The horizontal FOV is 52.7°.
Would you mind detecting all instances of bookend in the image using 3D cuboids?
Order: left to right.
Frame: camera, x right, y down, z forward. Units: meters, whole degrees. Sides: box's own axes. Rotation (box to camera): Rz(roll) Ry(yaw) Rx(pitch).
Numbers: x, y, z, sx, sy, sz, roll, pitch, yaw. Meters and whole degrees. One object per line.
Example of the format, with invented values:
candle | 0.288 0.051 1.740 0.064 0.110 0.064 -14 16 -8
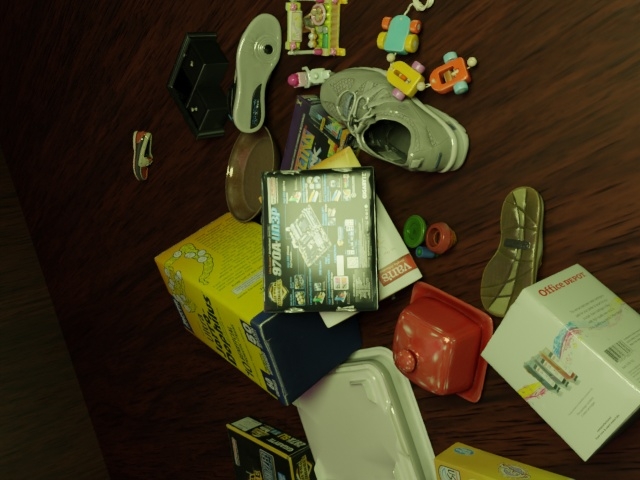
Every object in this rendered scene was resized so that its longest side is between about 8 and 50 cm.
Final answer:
bookend | -0.241 -0.323 1.356 0.157 0.072 0.156 60 140 17

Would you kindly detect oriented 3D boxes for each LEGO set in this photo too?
LEGO set | -0.042 -0.395 1.052 0.132 0.107 0.287 -8 97 52

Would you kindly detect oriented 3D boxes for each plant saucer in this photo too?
plant saucer | -0.129 -0.132 1.278 0.198 0.036 0.198 -18 68 53

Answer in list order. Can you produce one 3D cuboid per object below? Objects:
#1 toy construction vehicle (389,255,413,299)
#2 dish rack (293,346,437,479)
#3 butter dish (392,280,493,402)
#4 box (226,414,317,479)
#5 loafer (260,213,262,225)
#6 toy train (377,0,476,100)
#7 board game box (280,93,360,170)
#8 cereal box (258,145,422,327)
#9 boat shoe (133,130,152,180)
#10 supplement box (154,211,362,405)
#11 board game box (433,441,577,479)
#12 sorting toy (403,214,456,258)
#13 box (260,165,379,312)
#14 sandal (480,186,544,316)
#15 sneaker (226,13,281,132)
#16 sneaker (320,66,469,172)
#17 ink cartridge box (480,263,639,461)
toy construction vehicle | 0.107 0.043 1.081 0.086 0.035 0.098 52 137 26
dish rack | 0.060 0.357 1.227 0.333 0.072 0.285 -23 84 51
butter dish | 0.164 0.167 0.987 0.160 0.118 0.160 28 124 43
box | -0.100 0.597 1.505 0.257 0.079 0.322 5 106 49
loafer | -0.095 -0.025 1.311 0.039 0.045 0.125 29 132 23
toy train | 0.150 -0.262 0.917 0.125 0.046 0.166 -27 70 26
board game box | -0.001 -0.150 1.138 0.141 0.048 0.170 42 132 33
cereal box | 0.032 -0.005 1.037 0.240 0.173 0.047 61 -174 7
boat shoe | -0.462 -0.220 1.694 0.043 0.049 0.137 8 114 7
supplement box | -0.123 0.113 1.228 0.356 0.195 0.194 24 139 45
board game box | 0.320 0.453 0.938 0.316 0.064 0.242 -1 102 52
sorting toy | 0.171 -0.003 0.989 0.102 0.042 0.061 24 106 59
box | 0.000 0.000 0.990 0.175 0.051 0.220 -2 87 8
sandal | 0.267 0.018 0.869 0.072 0.049 0.180 17 101 41
sneaker | -0.138 -0.319 1.226 0.121 0.079 0.217 -140 62 -64
sneaker | 0.084 -0.186 0.962 0.281 0.115 0.105 35 128 39
ink cartridge box | 0.315 0.140 0.781 0.176 0.128 0.127 48 136 31
